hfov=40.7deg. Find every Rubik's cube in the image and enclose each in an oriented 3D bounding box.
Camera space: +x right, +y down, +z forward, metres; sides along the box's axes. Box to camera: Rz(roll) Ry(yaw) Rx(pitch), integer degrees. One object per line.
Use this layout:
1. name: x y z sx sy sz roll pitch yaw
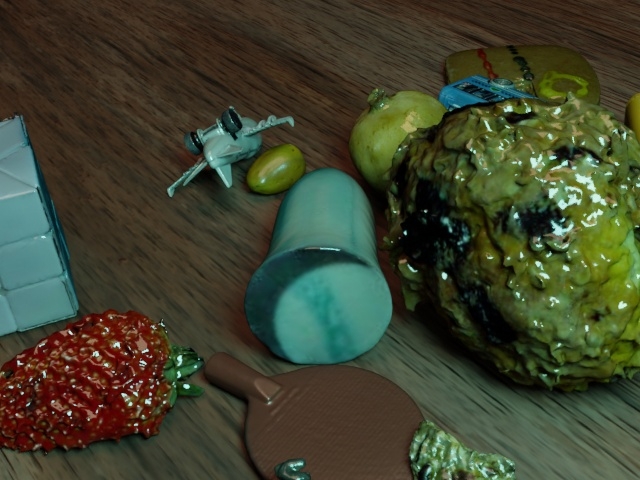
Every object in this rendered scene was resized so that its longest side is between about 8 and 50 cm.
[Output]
1. Rubik's cube: -0.491 -0.012 1.227 0.222 0.224 0.231 -17 39 -13

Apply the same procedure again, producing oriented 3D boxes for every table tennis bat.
1. table tennis bat: -0.014 0.212 1.032 0.310 0.038 0.200 23 47 31

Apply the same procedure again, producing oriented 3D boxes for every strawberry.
1. strawberry: -0.290 0.166 1.074 0.286 0.106 0.188 -16 38 -12

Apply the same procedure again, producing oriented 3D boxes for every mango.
1. mango: -0.076 -0.117 1.434 0.080 0.060 0.114 17 51 34

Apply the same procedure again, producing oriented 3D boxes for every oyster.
1. oyster: 0.159 0.264 0.926 0.106 0.056 0.177 -21 52 -9

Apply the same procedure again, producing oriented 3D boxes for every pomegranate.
1. pomegranate: 0.131 -0.154 1.350 0.196 0.196 0.196 -4 39 3

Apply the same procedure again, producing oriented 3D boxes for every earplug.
1. earplug: 0.000 0.000 1.204 0.185 0.185 0.324 -3 33 4

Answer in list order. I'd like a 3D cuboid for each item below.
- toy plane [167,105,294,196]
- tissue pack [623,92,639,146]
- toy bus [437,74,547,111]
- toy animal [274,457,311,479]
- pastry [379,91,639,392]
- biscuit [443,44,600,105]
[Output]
1. toy plane: -0.150 -0.169 1.451 0.251 0.101 0.255 -27 16 20
2. tissue pack: 0.494 -0.057 1.181 0.145 0.194 0.274 0 38 15
3. toy bus: 0.307 -0.175 1.393 0.134 0.113 0.246 -19 39 -38
4. toy animal: -0.054 0.322 0.854 0.148 0.084 0.232 -3 45 2
5. pastry: 0.241 -0.018 1.040 0.293 0.337 0.405 -21 40 -23
6. biscuit: 0.370 -0.294 1.601 0.277 0.052 0.262 -1 38 7
